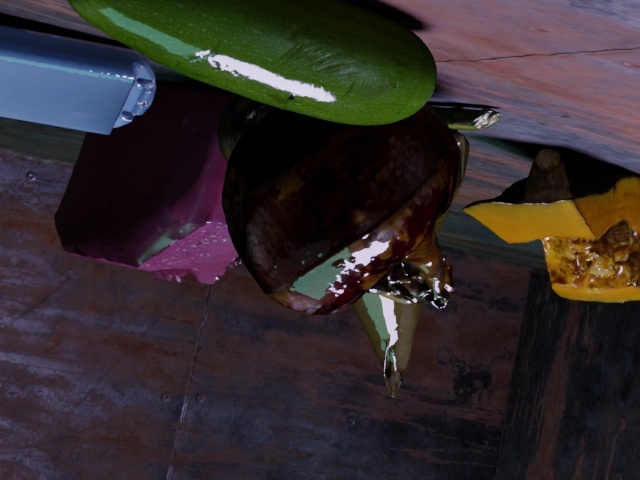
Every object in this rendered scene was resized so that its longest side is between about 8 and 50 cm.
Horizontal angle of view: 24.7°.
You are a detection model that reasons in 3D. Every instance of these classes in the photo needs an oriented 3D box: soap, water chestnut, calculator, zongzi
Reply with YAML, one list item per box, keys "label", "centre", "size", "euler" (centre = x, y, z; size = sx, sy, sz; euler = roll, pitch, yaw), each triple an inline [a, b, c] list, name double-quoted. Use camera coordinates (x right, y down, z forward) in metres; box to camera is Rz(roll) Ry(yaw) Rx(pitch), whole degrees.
- label: "soap"
  centre: [-0.164, -0.067, 1.611]
  size: [0.127, 0.220, 0.325]
  euler: [23, 172, -34]
- label: "water chestnut"
  centre: [0.027, -0.034, 1.265]
  size: [0.238, 0.223, 0.224]
  euler: [44, 171, -9]
- label: "calculator"
  centre: [-0.260, -0.152, 1.379]
  size: [0.210, 0.039, 0.121]
  euler: [8, 149, -19]
- label: "zongzi"
  centre: [0.000, 0.000, 1.455]
  size: [0.260, 0.289, 0.123]
  euler: [11, -169, -23]

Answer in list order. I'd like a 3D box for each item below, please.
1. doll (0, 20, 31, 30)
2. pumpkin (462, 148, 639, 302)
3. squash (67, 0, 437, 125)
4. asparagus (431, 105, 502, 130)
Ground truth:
- label: "doll"
  centre: [-0.270, -0.175, 1.439]
  size: [0.115, 0.050, 0.190]
  euler: [-2, 166, 35]
- label: "pumpkin"
  centre: [0.270, -0.033, 1.582]
  size: [0.131, 0.126, 0.248]
  euler: [3, 156, 35]
- label: "squash"
  centre: [-0.032, -0.130, 0.942]
  size: [0.292, 0.082, 0.082]
  euler: [13, 177, -38]
- label: "asparagus"
  centre: [0.123, -0.114, 1.346]
  size: [0.108, 0.021, 0.025]
  euler: [9, 176, 45]
